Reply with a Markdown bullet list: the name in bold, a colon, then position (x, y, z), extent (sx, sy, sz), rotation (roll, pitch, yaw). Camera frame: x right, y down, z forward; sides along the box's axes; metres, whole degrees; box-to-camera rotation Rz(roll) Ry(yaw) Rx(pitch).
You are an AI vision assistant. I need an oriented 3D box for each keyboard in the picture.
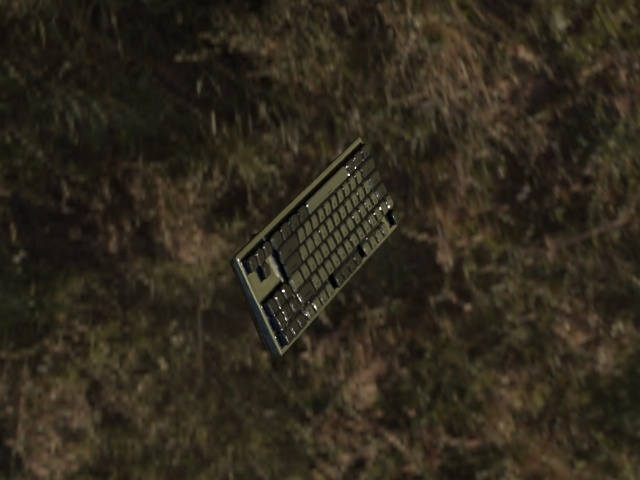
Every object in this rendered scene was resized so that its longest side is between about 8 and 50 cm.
- **keyboard**: position (0.000, 0.000, 0.772), extent (0.015, 0.129, 0.049), rotation (-8, 112, 32)
